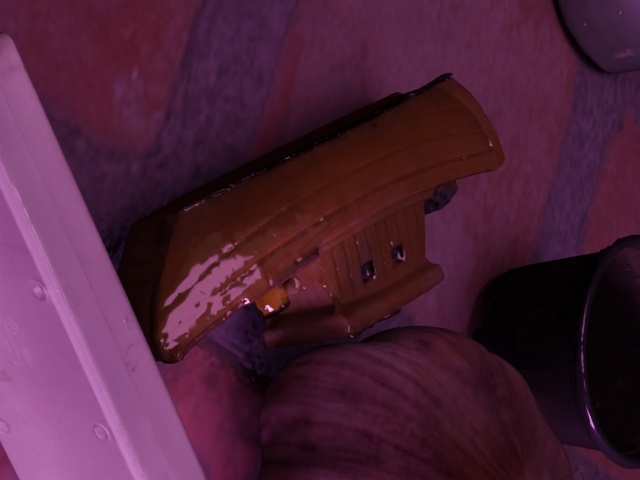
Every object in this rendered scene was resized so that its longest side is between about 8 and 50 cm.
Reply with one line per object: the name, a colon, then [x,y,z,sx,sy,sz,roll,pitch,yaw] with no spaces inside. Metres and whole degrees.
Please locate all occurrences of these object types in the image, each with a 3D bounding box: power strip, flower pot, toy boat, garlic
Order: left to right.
power strip: [-0.127,0.066,0.900,0.043,0.106,0.367,-39,117,-40]
toy boat: [0.000,0.000,1.066,0.321,0.089,0.121,-31,106,-47]
garlic: [0.097,0.174,1.053,0.245,0.253,0.245,-8,100,-56]
flower pot: [0.175,0.076,1.258,0.157,0.107,0.157,3,86,-53]

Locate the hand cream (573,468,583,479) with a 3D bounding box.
hand cream: [0.197,0.266,1.315,0.087,0.054,0.186,-36,108,-40]

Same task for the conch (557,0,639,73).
conch: [0.259,-0.234,1.390,0.185,0.121,0.221,27,68,-13]
